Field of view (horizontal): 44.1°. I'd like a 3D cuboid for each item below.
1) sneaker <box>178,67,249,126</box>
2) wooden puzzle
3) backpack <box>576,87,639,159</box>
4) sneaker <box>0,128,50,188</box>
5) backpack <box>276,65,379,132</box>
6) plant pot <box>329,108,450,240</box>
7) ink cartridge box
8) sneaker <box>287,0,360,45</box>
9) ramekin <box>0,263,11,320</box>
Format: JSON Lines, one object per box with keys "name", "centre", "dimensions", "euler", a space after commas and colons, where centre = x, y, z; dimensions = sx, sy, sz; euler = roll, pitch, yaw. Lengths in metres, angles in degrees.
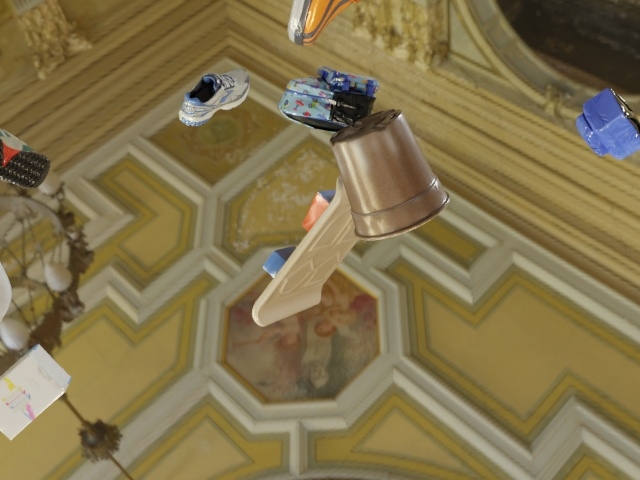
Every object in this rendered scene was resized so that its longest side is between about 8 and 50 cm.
{"name": "sneaker", "centre": [-0.150, -0.221, 1.161], "dimensions": [0.052, 0.058, 0.135], "euler": [35, -125, 15]}
{"name": "wooden puzzle", "centre": [0.000, 0.000, 1.661], "dimensions": [0.080, 0.322, 0.348], "euler": [38, -71, 15]}
{"name": "backpack", "centre": [0.552, -0.212, 1.498], "dimensions": [0.101, 0.120, 0.098], "euler": [-34, -139, 32]}
{"name": "sneaker", "centre": [-0.392, -0.109, 0.913], "dimensions": [0.075, 0.161, 0.057], "euler": [26, -92, 27]}
{"name": "backpack", "centre": [0.009, -0.267, 1.493], "dimensions": [0.173, 0.117, 0.158], "euler": [11, -165, -8]}
{"name": "plant pot", "centre": [0.101, -0.111, 1.267], "dimensions": [0.167, 0.165, 0.167], "euler": [-23, -162, 8]}
{"name": "ink cartridge box", "centre": [-0.523, 0.268, 1.377], "dimensions": [0.143, 0.092, 0.090], "euler": [-43, -79, -4]}
{"name": "sneaker", "centre": [0.088, -0.399, 1.130], "dimensions": [0.180, 0.124, 0.321], "euler": [28, -89, -3]}
{"name": "ramekin", "centre": [-0.634, 0.089, 1.255], "dimensions": [0.277, 0.135, 0.277], "euler": [-12, -144, 9]}
